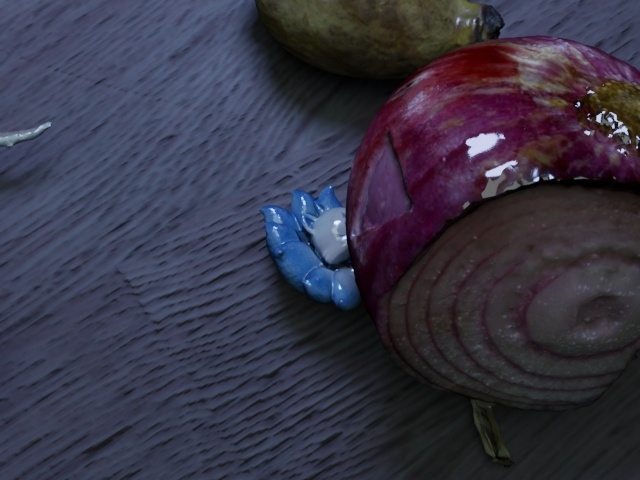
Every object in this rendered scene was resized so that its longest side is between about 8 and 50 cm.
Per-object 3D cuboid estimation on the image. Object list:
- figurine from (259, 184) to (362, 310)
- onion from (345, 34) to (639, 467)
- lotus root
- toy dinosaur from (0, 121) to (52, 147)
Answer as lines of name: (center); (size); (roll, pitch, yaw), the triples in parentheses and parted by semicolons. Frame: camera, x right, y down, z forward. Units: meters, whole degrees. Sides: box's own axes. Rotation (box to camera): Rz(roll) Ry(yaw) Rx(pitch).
figurine: (0.000, 0.000, 0.753); (0.114, 0.079, 0.114); (11, 57, -17)
onion: (0.144, -0.031, 0.690); (0.256, 0.272, 0.230); (33, 38, -29)
lotus root: (0.038, -0.193, 0.776); (0.214, 0.138, 0.138); (28, 78, 4)
toy dinosaur: (-0.332, -0.049, 0.768); (0.242, 0.053, 0.167); (-39, 74, -1)
